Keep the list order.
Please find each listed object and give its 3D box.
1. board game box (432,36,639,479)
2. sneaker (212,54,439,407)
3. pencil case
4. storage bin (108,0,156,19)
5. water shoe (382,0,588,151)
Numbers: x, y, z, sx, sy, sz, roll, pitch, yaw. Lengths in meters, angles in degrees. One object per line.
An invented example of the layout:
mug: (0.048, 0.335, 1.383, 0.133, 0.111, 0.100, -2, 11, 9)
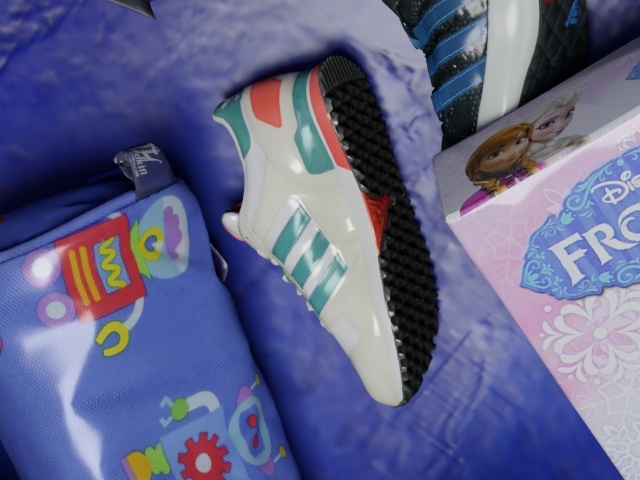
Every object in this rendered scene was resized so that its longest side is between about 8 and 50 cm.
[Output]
board game box: (0.262, 0.018, 0.802, 0.318, 0.066, 0.318, -31, 114, 13)
sneaker: (0.000, 0.000, 0.876, 0.075, 0.057, 0.161, -9, 108, 26)
pencil case: (-0.064, 0.109, 0.878, 0.119, 0.133, 0.306, -6, 111, 53)
storage bin: (-0.121, -0.159, 0.816, 0.135, 0.098, 0.091, 20, 94, -20)
water shoe: (0.068, -0.095, 0.837, 0.080, 0.073, 0.203, 15, 113, 32)
